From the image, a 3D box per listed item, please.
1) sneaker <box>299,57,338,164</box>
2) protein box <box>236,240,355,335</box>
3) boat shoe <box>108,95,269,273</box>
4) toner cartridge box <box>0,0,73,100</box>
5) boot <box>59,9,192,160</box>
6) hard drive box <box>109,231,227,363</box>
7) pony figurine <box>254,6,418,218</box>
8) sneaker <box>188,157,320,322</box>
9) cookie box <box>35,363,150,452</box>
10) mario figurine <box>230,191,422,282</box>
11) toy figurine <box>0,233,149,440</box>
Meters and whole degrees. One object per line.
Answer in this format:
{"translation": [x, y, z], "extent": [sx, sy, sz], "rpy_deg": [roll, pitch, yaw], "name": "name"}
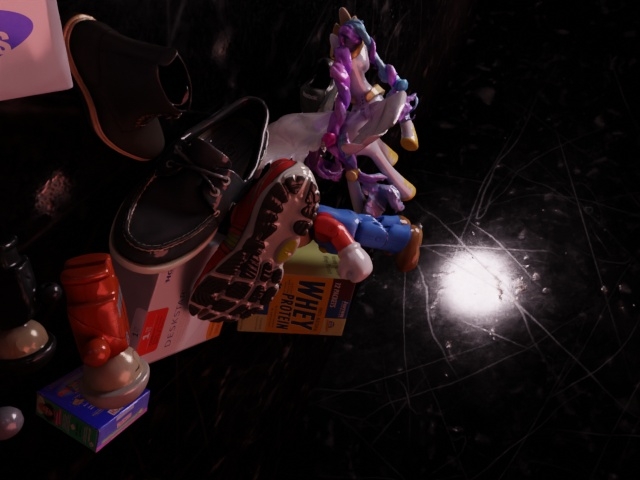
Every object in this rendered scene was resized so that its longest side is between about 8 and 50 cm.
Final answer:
{"translation": [-0.012, -0.282, 0.983], "extent": [0.106, 0.078, 0.234], "rpy_deg": [11, 97, -69], "name": "sneaker"}
{"translation": [-0.059, 0.071, 0.915], "extent": [0.199, 0.202, 0.135], "rpy_deg": [-107, -154, -59], "name": "protein box"}
{"translation": [-0.154, -0.098, 0.624], "extent": [0.113, 0.127, 0.340], "rpy_deg": [-56, 179, 44], "name": "boat shoe"}
{"translation": [-0.288, -0.111, 0.151], "extent": [0.348, 0.075, 0.165], "rpy_deg": [-29, 144, -38], "name": "toner cartridge box"}
{"translation": [-0.186, -0.139, 0.502], "extent": [0.076, 0.137, 0.197], "rpy_deg": [-63, 163, -19], "name": "boot"}
{"translation": [-0.228, 0.077, 0.720], "extent": [0.232, 0.089, 0.180], "rpy_deg": [-4, 114, -71], "name": "hard drive box"}
{"translation": [0.066, -0.204, 0.880], "extent": [0.363, 0.303, 0.350], "rpy_deg": [57, 46, -39], "name": "pony figurine"}
{"translation": [-0.098, 0.004, 0.673], "extent": [0.279, 0.107, 0.118], "rpy_deg": [-52, -148, 16], "name": "sneaker"}
{"translation": [-0.305, 0.218, 0.620], "extent": [0.092, 0.107, 0.040], "rpy_deg": [-33, 141, -62], "name": "cookie box"}
{"translation": [0.000, 0.000, 0.814], "extent": [0.198, 0.321, 0.169], "rpy_deg": [130, -30, -68], "name": "mario figurine"}
{"translation": [-0.278, 0.101, 0.377], "extent": [0.209, 0.213, 0.148], "rpy_deg": [-43, 136, -57], "name": "toy figurine"}
